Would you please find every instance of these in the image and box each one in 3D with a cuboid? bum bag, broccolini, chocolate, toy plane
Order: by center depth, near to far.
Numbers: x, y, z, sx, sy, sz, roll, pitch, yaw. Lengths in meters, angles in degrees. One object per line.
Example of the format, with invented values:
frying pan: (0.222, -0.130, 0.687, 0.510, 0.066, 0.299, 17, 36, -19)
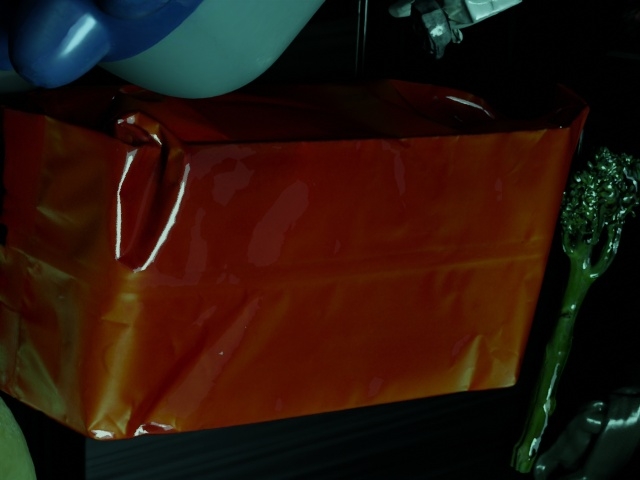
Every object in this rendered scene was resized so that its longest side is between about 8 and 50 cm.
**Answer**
toy plane: (0.102, -0.171, 1.075, 0.182, 0.273, 0.107, -25, 100, -26)
chocolate: (0.254, -0.148, 1.294, 0.156, 0.156, 0.133, 34, 63, -40)
broccolini: (0.185, 0.056, 1.365, 0.071, 0.057, 0.254, 13, 102, 5)
bum bag: (0.305, 0.111, 1.452, 0.326, 0.079, 0.142, -26, 140, -14)

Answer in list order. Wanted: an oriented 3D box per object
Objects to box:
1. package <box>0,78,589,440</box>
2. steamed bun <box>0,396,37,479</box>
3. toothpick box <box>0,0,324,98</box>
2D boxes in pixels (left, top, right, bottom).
package: (-0.001, 0.000, 1.159, 0.424, 0.123, 0.196, -3, 114, -34)
steamed bun: (-0.235, 0.161, 1.067, 0.212, 0.110, 0.231, 27, 97, -40)
toothpick box: (-0.054, -0.226, 0.931, 0.354, 0.263, 0.263, -52, 130, -4)
